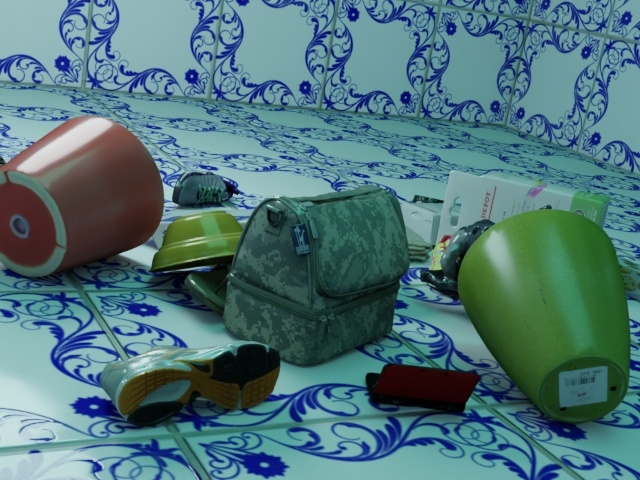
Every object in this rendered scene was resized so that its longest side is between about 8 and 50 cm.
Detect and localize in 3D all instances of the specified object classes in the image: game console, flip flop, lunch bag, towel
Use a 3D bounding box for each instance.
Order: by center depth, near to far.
[{"bbox_3d":[0.149,0.202,1.418,0.144,0.085,0.124,8,17,-8],"label":"game console"},{"bbox_3d":[0.001,0.038,1.582,0.213,0.255,0.305,21,20,34],"label":"lunch bag"},{"bbox_3d":[-0.129,0.068,1.685,0.277,0.080,0.112,-4,39,-50],"label":"flip flop"},{"bbox_3d":[0.118,-0.023,2.206,0.187,0.049,0.282,3,23,-26],"label":"towel"}]

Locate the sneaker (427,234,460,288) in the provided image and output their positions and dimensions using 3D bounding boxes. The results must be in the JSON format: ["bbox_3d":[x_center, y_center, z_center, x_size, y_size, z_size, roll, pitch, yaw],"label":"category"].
[{"bbox_3d":[0.268,0.044,2.008,0.082,0.094,0.208,10,18,-5],"label":"sneaker"}]

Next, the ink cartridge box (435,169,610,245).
[{"bbox_3d":[0.463,-0.039,2.199,0.354,0.207,0.119,16,16,21],"label":"ink cartridge box"}]

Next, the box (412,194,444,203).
[{"bbox_3d":[0.278,-0.078,2.482,0.083,0.062,0.052,12,18,7],"label":"box"}]

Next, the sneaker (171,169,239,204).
[{"bbox_3d":[-0.272,-0.123,2.281,0.098,0.083,0.224,19,17,13],"label":"sneaker"}]

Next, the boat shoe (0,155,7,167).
[{"bbox_3d":[-0.742,-0.161,2.137,0.080,0.073,0.224,-7,23,-45],"label":"boat shoe"}]

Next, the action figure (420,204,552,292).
[{"bbox_3d":[0.380,0.024,1.813,0.342,0.178,0.330,5,0,-14],"label":"action figure"}]

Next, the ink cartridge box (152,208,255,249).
[{"bbox_3d":[-0.206,-0.024,1.926,0.333,0.065,0.165,2,12,28],"label":"ink cartridge box"}]

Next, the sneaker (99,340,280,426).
[{"bbox_3d":[-0.178,0.175,1.308,0.263,0.099,0.121,-2,16,-38],"label":"sneaker"}]

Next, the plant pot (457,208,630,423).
[{"bbox_3d":[0.378,0.141,1.520,0.275,0.274,0.293,8,32,-7],"label":"plant pot"}]

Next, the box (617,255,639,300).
[{"bbox_3d":[0.680,0.073,2.209,0.063,0.067,0.324,-2,21,-36],"label":"box"}]

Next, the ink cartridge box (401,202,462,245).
[{"bbox_3d":[0.308,-0.042,2.333,0.191,0.082,0.140,-2,16,-31],"label":"ink cartridge box"}]

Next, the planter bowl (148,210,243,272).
[{"bbox_3d":[-0.212,-0.003,1.733,0.217,0.090,0.217,-10,-4,-1],"label":"planter bowl"}]

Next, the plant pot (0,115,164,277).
[{"bbox_3d":[-0.460,-0.066,1.707,0.275,0.274,0.243,16,27,20],"label":"plant pot"}]

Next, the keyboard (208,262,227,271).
[{"bbox_3d":[-0.159,0.065,1.814,0.108,0.023,0.180,13,17,11],"label":"keyboard"}]
